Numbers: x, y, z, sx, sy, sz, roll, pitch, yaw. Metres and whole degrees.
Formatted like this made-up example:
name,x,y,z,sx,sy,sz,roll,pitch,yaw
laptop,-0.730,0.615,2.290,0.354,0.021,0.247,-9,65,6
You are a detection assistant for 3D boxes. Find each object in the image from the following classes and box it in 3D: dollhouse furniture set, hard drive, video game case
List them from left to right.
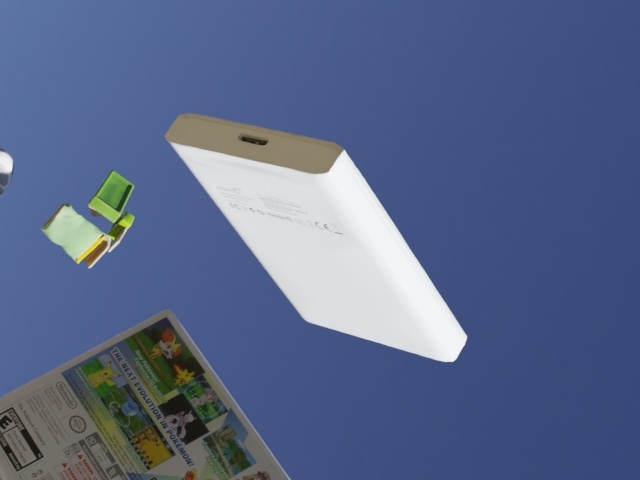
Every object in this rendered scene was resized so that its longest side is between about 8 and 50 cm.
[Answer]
name,x,y,z,sx,sy,sz,roll,pitch,yaw
dollhouse furniture set,-0.274,-0.014,2.014,0.151,0.076,0.059,-42,-164,39
video game case,-0.234,0.275,2.141,0.329,0.300,0.036,52,-21,28
hard drive,0.000,0.000,1.662,0.203,0.307,0.040,14,-117,38

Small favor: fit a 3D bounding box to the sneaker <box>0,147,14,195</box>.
name,x,y,z,sx,sy,sz,roll,pitch,yaw
sneaker,-0.526,-0.111,2.422,0.281,0.105,0.115,-6,-134,42
